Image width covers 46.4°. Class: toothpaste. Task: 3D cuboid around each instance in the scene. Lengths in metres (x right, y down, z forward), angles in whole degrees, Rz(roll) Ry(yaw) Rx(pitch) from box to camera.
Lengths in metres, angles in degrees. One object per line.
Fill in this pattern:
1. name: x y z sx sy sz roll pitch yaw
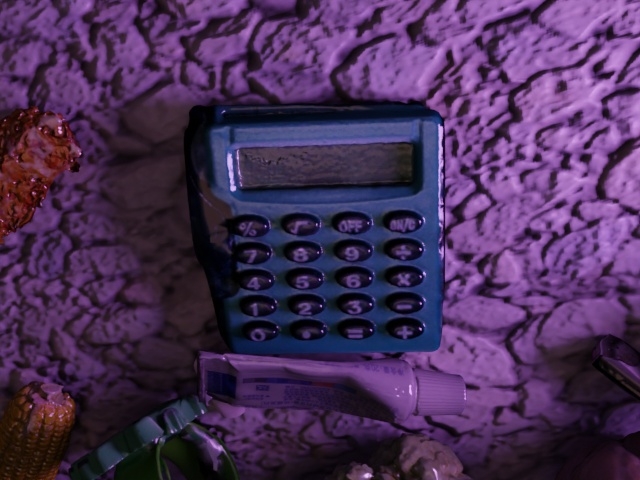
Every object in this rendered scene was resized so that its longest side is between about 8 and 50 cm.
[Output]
1. toothpaste: 0.012 0.153 0.780 0.282 0.068 0.099 6 115 -5

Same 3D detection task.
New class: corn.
1. corn: -0.337 0.254 0.844 0.080 0.080 0.238 26 112 -5

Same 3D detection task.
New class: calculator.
1. calculator: 0.000 0.000 0.741 0.248 0.058 0.274 -1 110 5

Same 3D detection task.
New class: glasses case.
1. glasses case: -0.110 0.159 0.823 0.032 0.021 0.083 -24 106 13

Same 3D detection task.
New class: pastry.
1. pastry: -0.305 -0.068 0.740 0.169 0.063 0.087 -42 111 11

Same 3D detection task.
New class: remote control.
1. remote control: 0.365 0.169 0.741 0.212 0.059 0.028 37 128 12

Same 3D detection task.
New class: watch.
1. watch: -0.168 0.260 0.787 0.131 0.165 0.152 -32 88 17

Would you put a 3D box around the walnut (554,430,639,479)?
1. walnut: 0.332 0.302 0.737 0.224 0.224 0.224 1 110 4

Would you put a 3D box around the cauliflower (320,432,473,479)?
1. cauliflower: 0.051 0.365 0.778 0.260 0.327 0.281 32 154 7
